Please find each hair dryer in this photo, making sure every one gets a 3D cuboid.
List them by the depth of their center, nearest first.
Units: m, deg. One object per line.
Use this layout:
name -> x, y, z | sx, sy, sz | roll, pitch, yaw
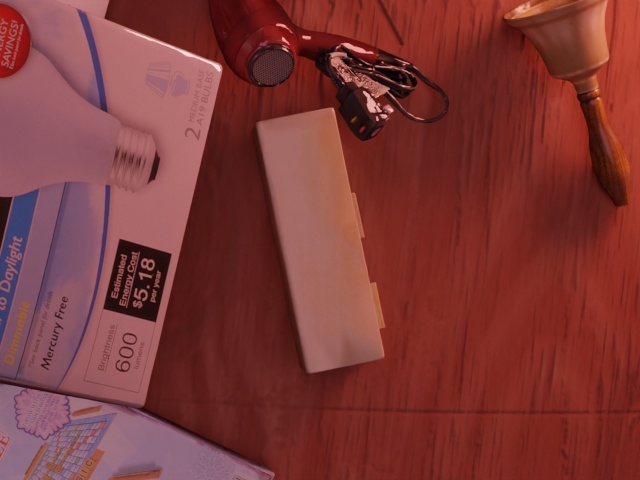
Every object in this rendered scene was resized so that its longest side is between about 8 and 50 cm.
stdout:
hair dryer -> -0.018, -0.197, 1.861 | 0.293, 0.223, 0.080 | 40, 111, 11

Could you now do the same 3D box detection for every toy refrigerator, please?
toy refrigerator -> 0.000, 0.000, 1.874 | 0.094, 0.102, 0.269 | -11, 89, -5

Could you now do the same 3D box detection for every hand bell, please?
hand bell -> 0.298, -0.152, 1.915 | 0.126, 0.126, 0.242 | -22, 103, -5

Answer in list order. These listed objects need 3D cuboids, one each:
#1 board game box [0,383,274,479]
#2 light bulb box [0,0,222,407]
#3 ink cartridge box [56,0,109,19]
board game box -> -0.259, 0.320, 1.863 | 0.318, 0.066, 0.319 | 27, 86, -3
light bulb box -> -0.330, -0.055, 1.653 | 0.361, 0.225, 0.358 | 17, 83, -41
ink cartridge box -> -0.395, -0.159, 1.779 | 0.330, 0.071, 0.324 | 17, 87, -39
